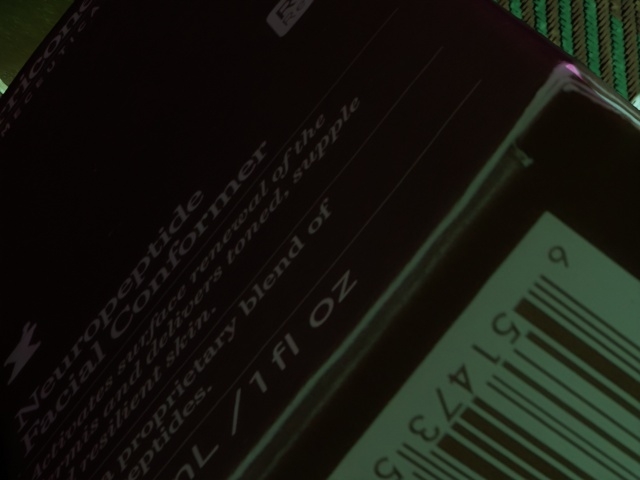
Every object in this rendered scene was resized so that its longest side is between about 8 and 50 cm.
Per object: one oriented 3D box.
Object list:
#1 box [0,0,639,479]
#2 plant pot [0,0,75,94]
[{"bbox_3d":[0.000,0.000,0.610,0.143,0.191,0.381,36,8,-22],"label":"box"},{"bbox_3d":[-0.194,-0.210,0.984,0.230,0.215,0.215,26,2,23],"label":"plant pot"}]
